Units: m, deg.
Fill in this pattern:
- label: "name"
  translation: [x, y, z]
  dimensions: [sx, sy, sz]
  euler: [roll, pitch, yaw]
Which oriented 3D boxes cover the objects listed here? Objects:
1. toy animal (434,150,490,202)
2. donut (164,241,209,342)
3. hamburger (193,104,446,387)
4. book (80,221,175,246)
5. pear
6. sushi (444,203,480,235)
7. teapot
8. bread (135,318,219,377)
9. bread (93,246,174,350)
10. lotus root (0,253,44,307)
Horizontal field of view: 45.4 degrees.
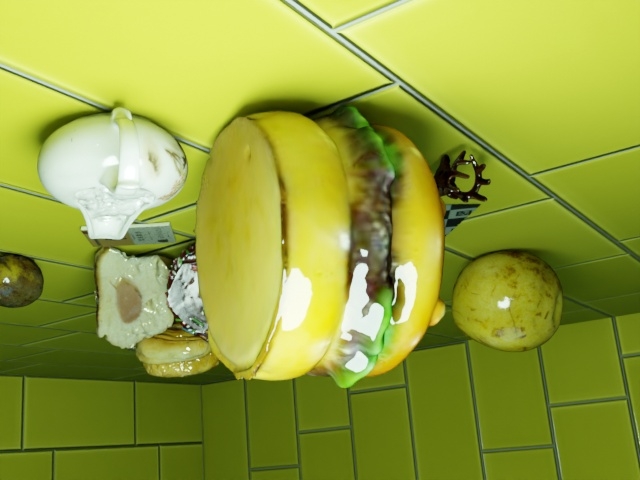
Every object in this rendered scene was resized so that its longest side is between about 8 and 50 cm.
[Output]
- label: "toy animal"
  translation: [0.145, -0.048, 1.303]
  dimensions: [0.087, 0.243, 0.260]
  euler: [41, 169, -30]
- label: "donut"
  translation: [-0.217, 0.096, 1.630]
  dimensions: [0.235, 0.235, 0.089]
  euler: [0, -172, -18]
- label: "hamburger"
  translation: [0.000, 0.000, 1.092]
  dimensions: [0.278, 0.395, 0.396]
  euler: [3, 162, -27]
- label: "book"
  translation: [-0.385, -0.012, 1.549]
  dimensions: [0.172, 0.012, 0.118]
  euler: [-3, 163, -5]
- label: "pear"
  translation: [0.473, 0.152, 1.940]
  dimensions: [0.281, 0.280, 0.280]
  euler: [-4, 164, -1]
- label: "sushi"
  translation: [0.144, 0.006, 1.661]
  dimensions: [0.340, 0.068, 0.320]
  euler: [-1, 164, -12]
- label: "teapot"
  translation: [-0.287, -0.094, 1.063]
  dimensions: [0.204, 0.139, 0.298]
  euler: [3, 163, -16]
- label: "bread"
  translation: [-0.336, 0.253, 1.856]
  dimensions: [0.198, 0.120, 0.236]
  euler: [-3, -172, 13]
- label: "bread"
  translation: [-0.413, 0.137, 1.702]
  dimensions: [0.184, 0.211, 0.224]
  euler: [5, 168, -9]
- label: "lotus root"
  translation: [-0.665, 0.090, 1.648]
  dimensions: [0.120, 0.120, 0.209]
  euler: [-7, 163, 9]
